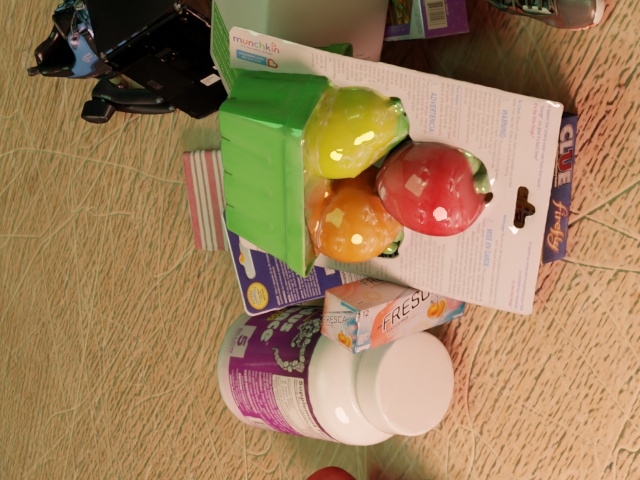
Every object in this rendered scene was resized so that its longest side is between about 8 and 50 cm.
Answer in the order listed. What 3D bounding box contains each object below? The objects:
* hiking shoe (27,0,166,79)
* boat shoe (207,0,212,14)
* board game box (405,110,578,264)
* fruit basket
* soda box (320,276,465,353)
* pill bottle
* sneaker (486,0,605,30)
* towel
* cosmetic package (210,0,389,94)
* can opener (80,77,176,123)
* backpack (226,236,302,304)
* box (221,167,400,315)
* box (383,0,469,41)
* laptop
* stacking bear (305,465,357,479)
[{"bbox_3d":[-0.310,-0.322,2.179,0.113,0.132,0.304,58,140,19],"label":"hiking shoe"},{"bbox_3d":[-0.116,-0.348,1.994,0.049,0.056,0.152,14,113,51],"label":"boat shoe"},{"bbox_3d":[0.179,-0.086,1.722,0.243,0.042,0.165,23,118,45],"label":"board game box"},{"bbox_3d":[0.074,-0.074,1.640,0.353,0.165,0.327,10,138,10],"label":"fruit basket"},{"bbox_3d":[0.088,0.073,1.769,0.063,0.183,0.058,30,124,40],"label":"soda box"},{"bbox_3d":[0.019,0.165,1.896,0.301,0.169,0.169,0,101,51],"label":"pill bottle"},{"bbox_3d":[0.225,-0.250,1.595,0.158,0.065,0.061,19,115,47],"label":"sneaker"},{"bbox_3d":[-0.119,-0.057,2.116,0.197,0.029,0.144,2,102,48],"label":"towel"},{"bbox_3d":[-0.023,-0.297,1.719,0.365,0.155,0.197,95,157,-48],"label":"cosmetic package"},{"bbox_3d":[-0.275,-0.202,2.243,0.186,0.059,0.073,4,78,41],"label":"can opener"},{"bbox_3d":[-0.037,-0.002,1.938,0.188,0.144,0.166,-16,94,55],"label":"backpack"},{"bbox_3d":[0.000,0.000,1.830,0.036,0.225,0.136,167,89,-75],"label":"box"},{"bbox_3d":[0.086,-0.367,1.682,0.201,0.057,0.293,-161,62,-72],"label":"box"},{"bbox_3d":[-0.191,-0.306,2.036,0.234,0.264,0.136,-19,46,54],"label":"laptop"},{"bbox_3d":[0.103,0.400,1.888,0.289,0.175,0.164,17,122,37],"label":"stacking bear"}]
